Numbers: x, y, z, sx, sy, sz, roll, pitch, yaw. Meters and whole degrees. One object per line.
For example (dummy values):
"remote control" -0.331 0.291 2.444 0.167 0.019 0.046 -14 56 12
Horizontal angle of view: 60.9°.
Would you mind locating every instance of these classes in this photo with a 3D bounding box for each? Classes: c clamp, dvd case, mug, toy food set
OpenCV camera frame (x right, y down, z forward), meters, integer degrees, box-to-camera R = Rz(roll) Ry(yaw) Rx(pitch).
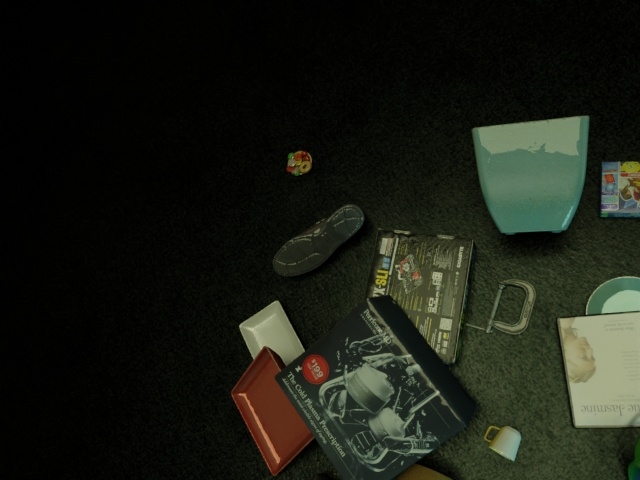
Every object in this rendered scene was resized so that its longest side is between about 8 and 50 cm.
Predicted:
"c clamp" 0.456 0.164 1.357 0.137 0.022 0.160 22 83 25
"dvd case" 0.645 0.291 1.225 0.181 0.022 0.252 -9 78 22
"mug" 0.424 0.460 1.259 0.078 0.062 0.064 28 77 19
"toy food set" -0.066 -0.239 1.683 0.083 0.020 0.083 -11 71 18

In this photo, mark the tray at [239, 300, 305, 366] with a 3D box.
"tray" -0.114 0.316 1.526 0.145 0.030 0.270 -35 65 9

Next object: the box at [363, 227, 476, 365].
"box" 0.250 0.140 1.414 0.257 0.079 0.321 6 76 25

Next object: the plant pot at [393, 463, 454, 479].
"plant pot" 0.212 0.643 1.212 0.237 0.237 0.254 15 65 24

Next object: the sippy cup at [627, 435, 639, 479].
"sippy cup" 0.763 0.499 1.038 0.224 0.305 0.240 -22 23 3

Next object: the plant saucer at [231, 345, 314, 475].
"plant saucer" -0.116 0.440 1.421 0.259 0.048 0.258 55 132 25

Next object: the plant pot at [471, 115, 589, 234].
"plant pot" 0.508 -0.142 1.317 0.248 0.247 0.252 -3 90 20

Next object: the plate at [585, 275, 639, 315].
"plate" 0.713 0.176 1.254 0.188 0.024 0.188 -6 72 19

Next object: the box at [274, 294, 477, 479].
"box" 0.127 0.355 1.283 0.312 0.179 0.343 -43 73 15

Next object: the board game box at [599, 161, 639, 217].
"board game box" 0.785 -0.123 1.311 0.201 0.035 0.136 3 75 22

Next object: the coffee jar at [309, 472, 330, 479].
"coffee jar" 0.027 0.669 1.336 0.184 0.079 0.096 42 91 27

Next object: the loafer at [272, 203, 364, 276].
"loafer" 0.000 0.000 1.560 0.303 0.095 0.109 -35 95 13
